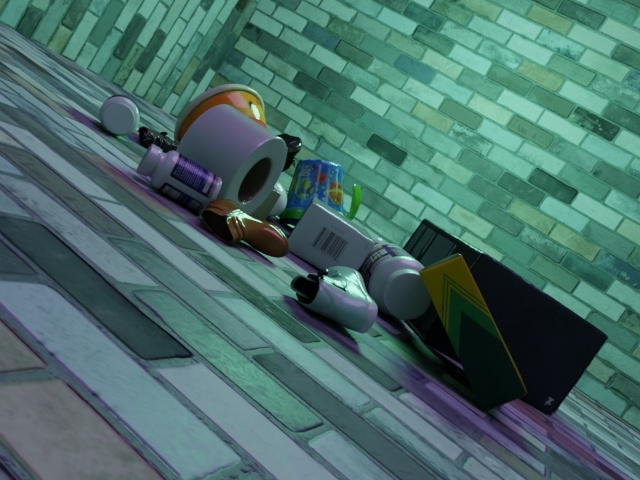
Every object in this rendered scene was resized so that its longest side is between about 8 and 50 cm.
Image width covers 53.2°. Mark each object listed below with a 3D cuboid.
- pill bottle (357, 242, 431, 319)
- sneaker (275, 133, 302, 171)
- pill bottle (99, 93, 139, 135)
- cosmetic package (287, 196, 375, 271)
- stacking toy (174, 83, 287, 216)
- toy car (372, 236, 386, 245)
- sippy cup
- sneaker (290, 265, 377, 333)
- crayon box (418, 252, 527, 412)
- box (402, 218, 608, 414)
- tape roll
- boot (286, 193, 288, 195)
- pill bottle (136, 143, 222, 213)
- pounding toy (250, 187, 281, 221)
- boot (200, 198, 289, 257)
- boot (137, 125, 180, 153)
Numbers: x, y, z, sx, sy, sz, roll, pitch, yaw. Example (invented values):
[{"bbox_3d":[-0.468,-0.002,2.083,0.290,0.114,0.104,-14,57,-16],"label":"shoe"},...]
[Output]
[{"bbox_3d":[0.203,0.113,1.746,0.169,0.169,0.301,32,5,-11],"label":"pill bottle"},{"bbox_3d":[-0.113,-0.298,2.236,0.087,0.130,0.227,-15,18,-18],"label":"sneaker"},{"bbox_3d":[-0.555,-0.346,1.769,0.108,0.108,0.180,31,5,-21],"label":"pill bottle"},{"bbox_3d":[0.025,-0.008,1.902,0.217,0.156,0.385,33,4,-1],"label":"cosmetic package"},{"bbox_3d":[-0.253,-0.264,2.186,0.480,0.350,0.350,55,14,25],"label":"stacking toy"},{"bbox_3d":[0.189,0.088,2.191,0.182,0.159,0.136,29,-30,-36],"label":"toy car"},{"bbox_3d":[-0.016,-0.162,2.246,0.305,0.224,0.240,9,-7,-3],"label":"sippy cup"},{"bbox_3d":[0.008,0.085,1.265,0.151,0.094,0.256,28,6,-20],"label":"sneaker"},{"bbox_3d":[0.339,0.188,1.466,0.313,0.106,0.363,65,10,6],"label":"crayon box"},{"bbox_3d":[0.491,0.211,1.935,0.479,0.297,0.472,31,7,-16],"label":"box"},{"bbox_3d":[-0.222,-0.189,1.578,0.169,0.246,0.246,33,5,15],"label":"tape roll"},{"bbox_3d":[-0.160,-0.157,2.414,0.211,0.104,0.295,35,2,27],"label":"boot"},{"bbox_3d":[-0.309,-0.138,1.397,0.169,0.094,0.094,31,6,-23],"label":"pill bottle"},{"bbox_3d":[-0.190,-0.140,1.873,0.100,0.141,0.130,30,6,-23],"label":"pounding toy"},{"bbox_3d":[-0.162,-0.015,1.361,0.197,0.073,0.152,33,12,1],"label":"boot"},{"bbox_3d":[-0.444,-0.271,1.972,0.228,0.091,0.263,22,6,-36],"label":"boot"}]
